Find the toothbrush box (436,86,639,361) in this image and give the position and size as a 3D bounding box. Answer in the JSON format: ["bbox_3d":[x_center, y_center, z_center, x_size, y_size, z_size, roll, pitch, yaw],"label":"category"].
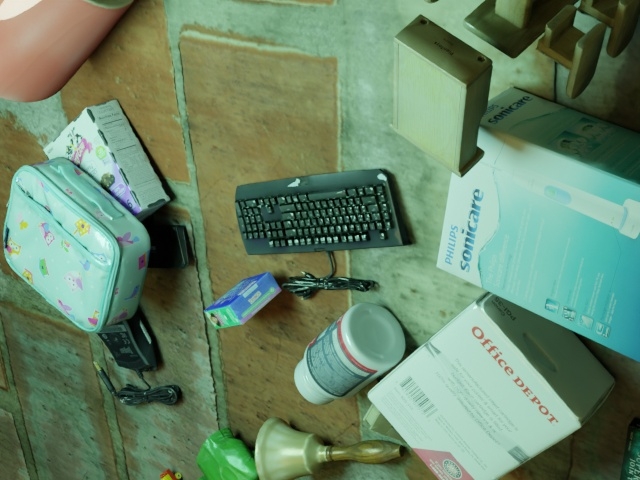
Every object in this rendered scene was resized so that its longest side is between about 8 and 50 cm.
[{"bbox_3d":[0.302,-0.022,1.240,0.295,0.126,0.216,24,128,28],"label":"toothbrush box"}]

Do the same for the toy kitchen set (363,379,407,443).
[{"bbox_3d":[0.113,0.254,1.636,0.083,0.075,0.068,-61,25,9],"label":"toy kitchen set"}]

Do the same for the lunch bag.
[{"bbox_3d":[-0.413,-0.001,1.753,0.279,0.108,0.224,36,128,23],"label":"lunch bag"}]

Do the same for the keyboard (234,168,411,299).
[{"bbox_3d":[0.000,0.000,1.583,0.317,0.033,0.202,-4,111,43],"label":"keyboard"}]

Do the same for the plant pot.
[{"bbox_3d":[-0.419,-0.380,1.583,0.243,0.275,0.275,-25,96,35],"label":"plant pot"}]

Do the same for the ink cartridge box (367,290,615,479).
[{"bbox_3d":[0.228,0.204,1.439,0.207,0.117,0.283,49,136,7],"label":"ink cartridge box"}]

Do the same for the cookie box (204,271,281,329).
[{"bbox_3d":[-0.125,0.097,1.682,0.040,0.092,0.107,55,153,-9],"label":"cookie box"}]

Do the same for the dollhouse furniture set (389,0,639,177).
[{"bbox_3d":[0.195,-0.216,1.162,0.212,0.242,0.161,39,158,23],"label":"dollhouse furniture set"}]

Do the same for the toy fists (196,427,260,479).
[{"bbox_3d":[-0.162,0.469,1.947,0.142,0.096,0.279,46,137,25],"label":"toy fists"}]

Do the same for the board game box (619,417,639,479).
[{"bbox_3d":[0.456,0.334,1.383,0.126,0.026,0.186,19,125,33],"label":"board game box"}]

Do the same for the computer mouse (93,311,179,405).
[{"bbox_3d":[-0.378,0.205,2.008,0.184,0.060,0.262,-13,117,40],"label":"computer mouse"}]

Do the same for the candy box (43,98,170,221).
[{"bbox_3d":[-0.365,-0.113,1.788,0.165,0.070,0.196,-31,86,44],"label":"candy box"}]

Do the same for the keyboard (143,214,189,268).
[{"bbox_3d":[-0.299,-0.005,1.840,0.180,0.023,0.108,0,107,40],"label":"keyboard"}]

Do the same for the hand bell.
[{"bbox_3d":[0.027,0.349,1.729,0.242,0.126,0.126,-8,109,29],"label":"hand bell"}]

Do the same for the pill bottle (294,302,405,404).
[{"bbox_3d":[0.037,0.179,1.596,0.108,0.108,0.180,51,135,5],"label":"pill bottle"}]

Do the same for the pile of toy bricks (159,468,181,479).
[{"bbox_3d":[-0.282,0.573,2.097,0.212,0.105,0.118,52,136,5],"label":"pile of toy bricks"}]
